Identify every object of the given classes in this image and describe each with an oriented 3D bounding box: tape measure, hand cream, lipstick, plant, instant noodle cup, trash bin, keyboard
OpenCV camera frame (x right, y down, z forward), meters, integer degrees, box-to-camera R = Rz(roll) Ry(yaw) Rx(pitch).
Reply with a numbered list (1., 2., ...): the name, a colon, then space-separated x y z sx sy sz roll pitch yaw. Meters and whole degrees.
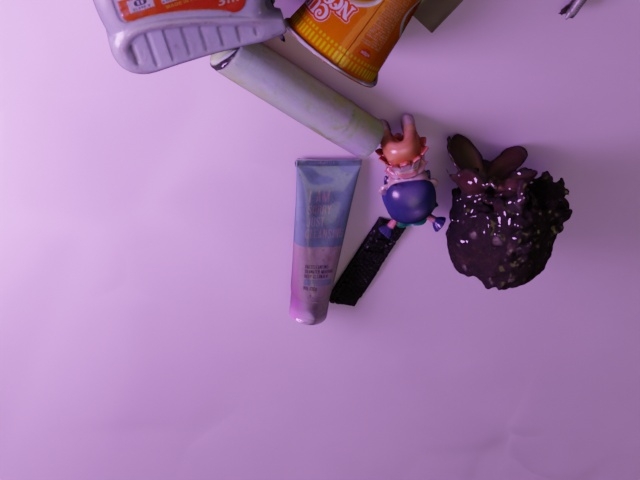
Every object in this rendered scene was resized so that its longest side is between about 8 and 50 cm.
1. tape measure: -0.189 -0.353 1.720 0.243 0.125 0.246 -18 133 -4
2. hand cream: 0.000 0.000 2.108 0.111 0.070 0.312 -1 125 -12
3. lipstick: -0.032 -0.221 1.907 0.304 0.076 0.076 28 117 -32
4. plant: 0.307 -0.048 2.082 0.178 0.204 0.233 -26 131 -49
5. instant noodle cup: 0.067 -0.338 1.795 0.168 0.168 0.185 27 110 -32
6. trash bin: 0.175 -0.364 1.868 0.092 0.043 0.061 -42 127 18
7. keyboard: 0.080 0.041 2.195 0.060 0.018 0.195 13 125 -28

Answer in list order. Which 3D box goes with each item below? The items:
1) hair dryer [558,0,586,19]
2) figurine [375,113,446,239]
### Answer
1. hair dryer: 0.415 -0.468 1.840 0.267 0.092 0.229 -30 124 22
2. figurine: 0.133 -0.096 2.040 0.112 0.102 0.195 -12 133 6
